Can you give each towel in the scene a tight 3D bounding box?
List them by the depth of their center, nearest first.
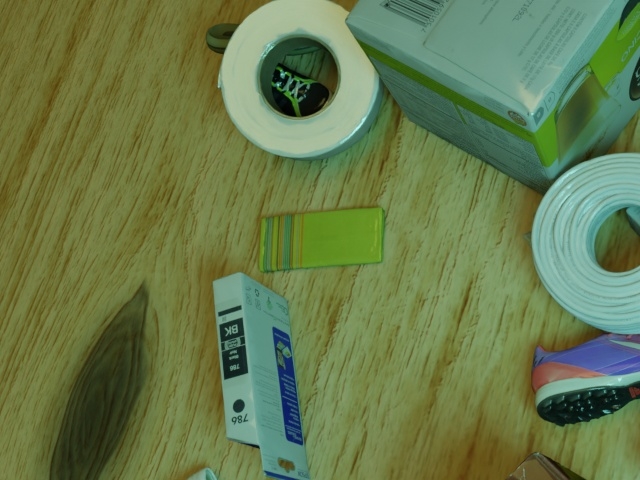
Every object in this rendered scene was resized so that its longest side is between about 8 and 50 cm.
[{"bbox_3d":[0.000,0.000,1.574,0.237,0.021,0.102,-5,73,24],"label":"towel"}]

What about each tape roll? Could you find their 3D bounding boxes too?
[{"bbox_3d":[-0.032,-0.284,1.589,0.286,0.100,0.286,0,92,10],"label":"tape roll"}]

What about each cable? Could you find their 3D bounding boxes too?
[{"bbox_3d":[0.422,-0.002,1.237,0.257,0.089,0.257,-37,58,20],"label":"cable"}]

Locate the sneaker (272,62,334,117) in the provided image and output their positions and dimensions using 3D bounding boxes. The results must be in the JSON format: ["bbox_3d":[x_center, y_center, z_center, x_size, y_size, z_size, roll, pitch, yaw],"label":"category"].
[{"bbox_3d":[-0.082,-0.291,1.686,0.235,0.097,0.084,24,82,32],"label":"sneaker"}]

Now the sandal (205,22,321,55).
[{"bbox_3d":[-0.079,-0.407,1.693,0.303,0.086,0.120,1,30,14],"label":"sandal"}]

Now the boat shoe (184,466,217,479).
[{"bbox_3d":[-0.147,0.476,1.405,0.096,0.098,0.277,-44,56,6],"label":"boat shoe"}]

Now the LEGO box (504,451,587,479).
[{"bbox_3d":[0.385,0.492,0.967,0.193,0.372,0.500,-47,57,3],"label":"LEGO box"}]

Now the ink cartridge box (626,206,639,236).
[{"bbox_3d":[0.545,-0.010,1.269,0.127,0.072,0.175,-39,57,7],"label":"ink cartridge box"}]

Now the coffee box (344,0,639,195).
[{"bbox_3d":[0.308,-0.314,1.358,0.338,0.334,0.337,35,87,31],"label":"coffee box"}]

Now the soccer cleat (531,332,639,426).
[{"bbox_3d":[0.448,0.165,1.234,0.318,0.108,0.116,-16,45,17],"label":"soccer cleat"}]

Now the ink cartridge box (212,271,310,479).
[{"bbox_3d":[-0.095,0.230,1.440,0.065,0.165,0.332,-19,61,19],"label":"ink cartridge box"}]
